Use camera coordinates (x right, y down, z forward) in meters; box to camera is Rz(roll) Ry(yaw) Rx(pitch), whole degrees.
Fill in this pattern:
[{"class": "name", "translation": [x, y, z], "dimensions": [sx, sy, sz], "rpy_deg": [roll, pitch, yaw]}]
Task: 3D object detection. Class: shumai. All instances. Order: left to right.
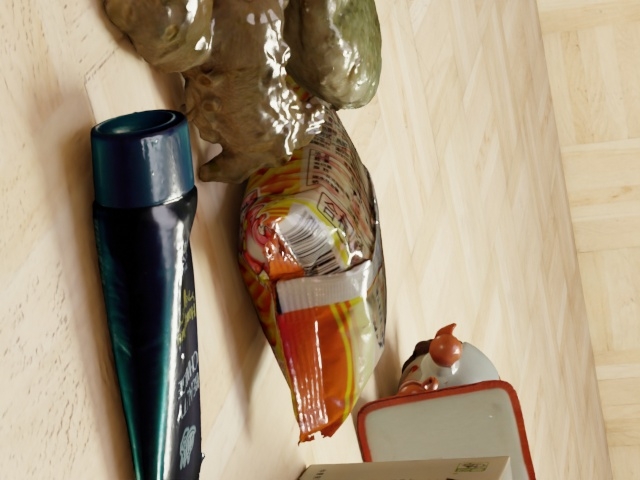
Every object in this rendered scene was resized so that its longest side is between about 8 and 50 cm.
[{"class": "shumai", "translation": [-0.024, -0.194, 1.246], "dimensions": [0.201, 0.120, 0.201], "rpy_deg": [-8, 90, -78]}]

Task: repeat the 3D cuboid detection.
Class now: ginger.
[{"class": "ginger", "translation": [-0.076, -0.149, 1.089], "dimensions": [0.084, 0.122, 0.290], "rpy_deg": [55, -5, 43]}]

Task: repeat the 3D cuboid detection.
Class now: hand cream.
[{"class": "hand cream", "translation": [-0.104, 0.057, 1.007], "dimensions": [0.120, 0.061, 0.270], "rpy_deg": [-62, 151, -72]}]

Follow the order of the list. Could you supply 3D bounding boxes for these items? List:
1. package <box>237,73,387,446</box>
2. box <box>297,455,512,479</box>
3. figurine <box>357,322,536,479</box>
[{"class": "package", "translation": [0.002, 0.005, 1.290], "dimensions": [0.288, 0.108, 0.223], "rpy_deg": [-79, 159, -54]}, {"class": "box", "translation": [0.046, 0.237, 1.225], "dimensions": [0.260, 0.175, 0.062], "rpy_deg": [-36, 120, -72]}, {"class": "figurine", "translation": [0.129, 0.171, 1.645], "dimensions": [0.226, 0.160, 0.183], "rpy_deg": [-86, 164, -63]}]
